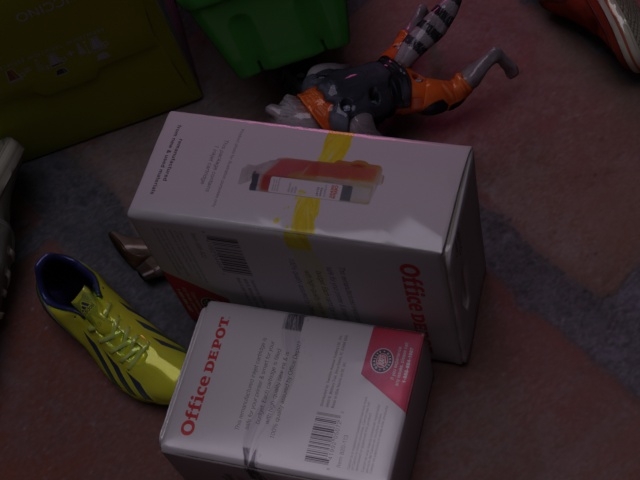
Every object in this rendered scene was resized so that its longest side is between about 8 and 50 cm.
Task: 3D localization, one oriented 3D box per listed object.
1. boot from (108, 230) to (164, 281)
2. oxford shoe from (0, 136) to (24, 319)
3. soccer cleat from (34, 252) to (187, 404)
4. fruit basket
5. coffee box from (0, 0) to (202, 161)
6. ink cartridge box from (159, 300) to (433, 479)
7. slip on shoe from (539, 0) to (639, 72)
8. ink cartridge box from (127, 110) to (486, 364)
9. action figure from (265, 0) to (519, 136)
[{"bbox_3d":[-0.231,0.006,1.669,0.087,0.042,0.118,-34,59,-16],"label":"boot"},{"bbox_3d":[-0.491,0.055,1.647,0.169,0.130,0.449,-27,41,44],"label":"oxford shoe"},{"bbox_3d":[-0.274,0.115,1.559,0.289,0.121,0.093,35,72,28],"label":"soccer cleat"},{"bbox_3d":[-0.114,-0.456,1.677,0.283,0.392,0.392,-17,57,9],"label":"fruit basket"},{"bbox_3d":[-0.408,-0.369,1.758,0.337,0.338,0.334,-20,57,1],"label":"coffee box"},{"bbox_3d":[-0.024,0.202,1.450,0.283,0.117,0.207,8,61,17],"label":"ink cartridge box"},{"bbox_3d":[0.371,-0.356,1.721,0.101,0.123,0.331,-43,59,24],"label":"slip on shoe"},{"bbox_3d":[0.000,0.000,1.476,0.384,0.279,0.160,9,60,17],"label":"ink cartridge box"},{"bbox_3d":[0.054,-0.238,1.676,0.330,0.178,0.341,-33,59,-19],"label":"action figure"}]
